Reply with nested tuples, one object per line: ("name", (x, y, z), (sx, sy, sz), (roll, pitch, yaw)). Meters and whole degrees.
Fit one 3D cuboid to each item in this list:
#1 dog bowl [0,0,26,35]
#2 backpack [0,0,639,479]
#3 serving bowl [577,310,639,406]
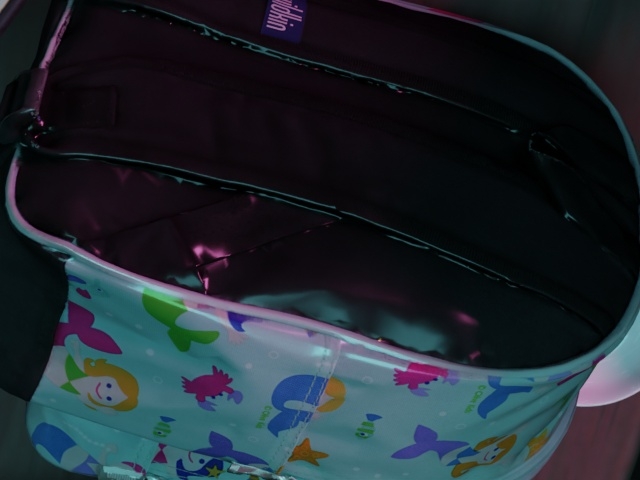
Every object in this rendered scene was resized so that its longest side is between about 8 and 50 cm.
("dog bowl", (-0.269, -0.228, 0.674), (0.407, 0.150, 0.408), (2, 111, 5))
("backpack", (0.000, 0.000, 0.703), (0.253, 0.225, 0.191), (11, 135, -3))
("serving bowl", (0.124, 0.036, 0.805), (0.083, 0.027, 0.083), (2, 112, 5))
